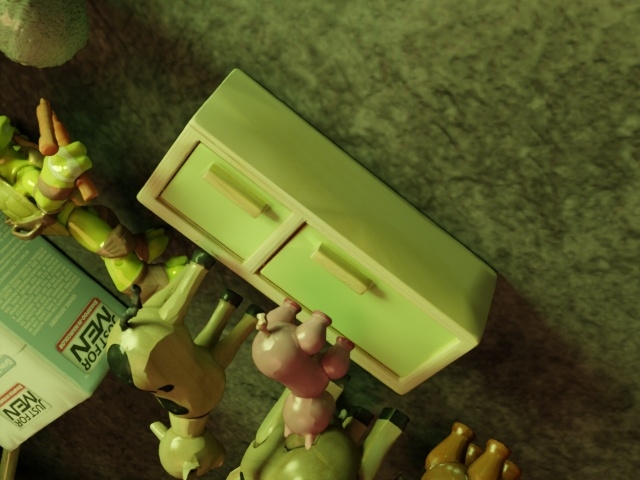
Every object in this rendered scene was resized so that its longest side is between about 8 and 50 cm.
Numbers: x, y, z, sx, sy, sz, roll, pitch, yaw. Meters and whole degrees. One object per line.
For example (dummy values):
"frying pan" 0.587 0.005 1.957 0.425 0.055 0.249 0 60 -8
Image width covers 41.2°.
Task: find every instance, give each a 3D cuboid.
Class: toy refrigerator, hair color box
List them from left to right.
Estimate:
"hair color box" -0.387 0.032 0.847 0.374 0.113 0.185 44 131 -14
"toy refrigerator" 0.000 0.000 0.672 0.270 0.094 0.102 38 132 -9

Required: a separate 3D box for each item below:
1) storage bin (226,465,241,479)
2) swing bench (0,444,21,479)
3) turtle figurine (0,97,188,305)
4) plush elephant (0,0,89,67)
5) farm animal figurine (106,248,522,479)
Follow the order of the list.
"storage bin" -0.044 0.419 0.920 0.261 0.262 0.123 26 135 1
"swing bench" -0.494 0.288 1.007 0.253 0.165 0.254 13 111 16
"turtle figurine" -0.206 -0.030 0.680 0.217 0.087 0.270 45 164 -33
"plush elephant" -0.387 -0.164 0.594 0.330 0.272 0.255 48 121 19
"farm animal figurine" -0.023 0.183 0.714 0.330 0.172 0.326 31 163 9
